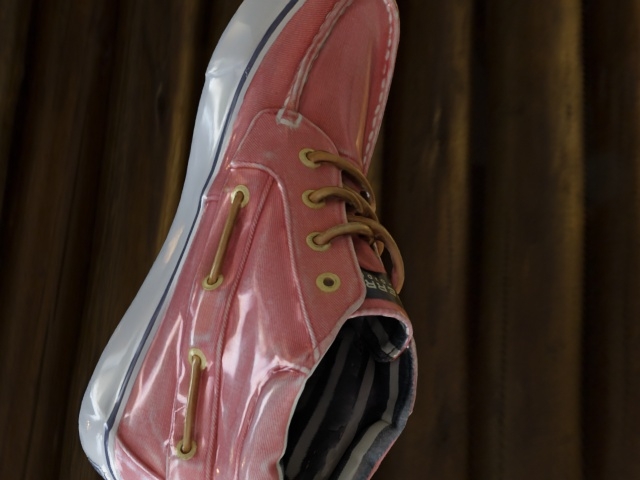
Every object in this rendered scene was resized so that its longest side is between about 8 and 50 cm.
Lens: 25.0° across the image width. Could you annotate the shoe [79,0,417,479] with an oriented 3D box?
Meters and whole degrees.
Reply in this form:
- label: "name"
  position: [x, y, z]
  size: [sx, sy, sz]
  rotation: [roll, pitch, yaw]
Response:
- label: "shoe"
  position: [0.000, 0.000, 0.415]
  size: [0.081, 0.063, 0.178]
  rotation: [17, -99, 40]
